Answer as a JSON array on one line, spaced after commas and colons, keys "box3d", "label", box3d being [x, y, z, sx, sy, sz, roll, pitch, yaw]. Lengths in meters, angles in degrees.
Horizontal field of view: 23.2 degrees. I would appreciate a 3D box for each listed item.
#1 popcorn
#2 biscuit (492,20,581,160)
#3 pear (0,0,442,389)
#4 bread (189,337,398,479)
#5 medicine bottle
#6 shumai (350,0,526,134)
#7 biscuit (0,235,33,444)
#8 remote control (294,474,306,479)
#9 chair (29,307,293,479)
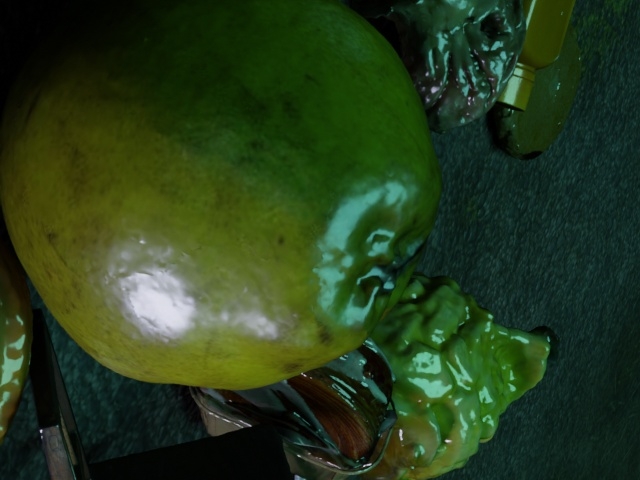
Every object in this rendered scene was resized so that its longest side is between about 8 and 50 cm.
[{"box3d": [0.091, 0.175, 1.854, 0.293, 0.293, 0.237, 76, 30, -44], "label": "popcorn"}, {"box3d": [0.305, -0.217, 2.194, 0.226, 0.042, 0.226, -33, 132, -46], "label": "biscuit"}, {"box3d": [-0.095, -0.056, 1.263, 0.352, 0.413, 0.352, -20, 122, -35], "label": "pear"}, {"box3d": [-0.028, 0.164, 1.655, 0.212, 0.224, 0.142, 109, 5, -54], "label": "bread"}, {"box3d": [0.244, -0.284, 1.979, 0.149, 0.112, 0.222, 11, 97, -61], "label": "medicine bottle"}, {"box3d": [0.129, -0.238, 1.766, 0.175, 0.166, 0.206, 35, 73, -54], "label": "shumai"}, {"box3d": [-0.339, 0.108, 1.234, 0.296, 0.102, 0.296, -32, 131, -47], "label": "biscuit"}, {"box3d": [-0.025, 0.339, 1.978, 0.050, 0.027, 0.184, -19, 118, -57], "label": "remote control"}, {"box3d": [-0.127, 0.258, 1.489, 0.240, 0.203, 0.416, -9, 125, -9], "label": "chair"}]
